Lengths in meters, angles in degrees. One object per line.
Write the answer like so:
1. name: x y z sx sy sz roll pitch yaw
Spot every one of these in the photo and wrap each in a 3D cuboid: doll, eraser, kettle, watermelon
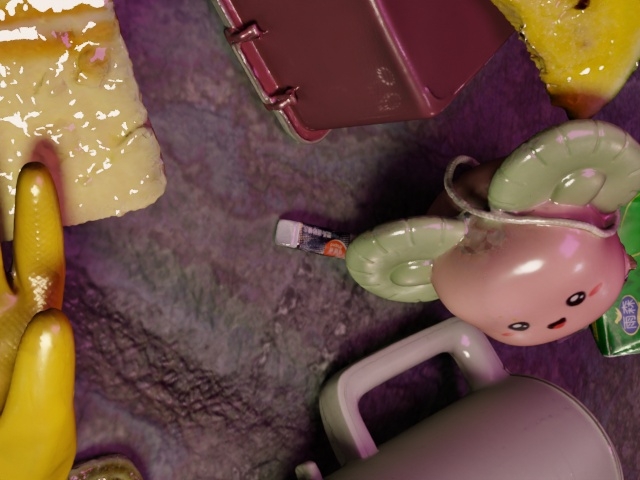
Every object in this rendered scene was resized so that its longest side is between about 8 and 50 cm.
1. doll: 0.178 -0.017 0.885 0.268 0.284 0.216 29 39 -50
2. eraser: 0.000 0.000 0.860 0.099 0.019 0.027 13 86 -45
3. kettle: 0.107 0.251 0.893 0.318 0.265 0.205 -21 140 -40
4. watermelon: 0.178 -0.228 0.735 0.129 0.123 0.301 -49 125 -3

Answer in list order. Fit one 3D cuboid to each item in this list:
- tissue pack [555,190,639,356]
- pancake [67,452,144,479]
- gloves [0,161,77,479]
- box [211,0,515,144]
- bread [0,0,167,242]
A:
1. tissue pack: 0.336 0.017 1.112 0.148 0.156 0.209 -60 140 -71
2. pancake: -0.175 0.213 0.714 0.108 0.017 0.108 -11 105 -43
3. gloves: -0.211 0.077 0.540 0.133 0.116 0.294 -5 118 -17
4. box: 0.070 -0.229 0.806 0.294 0.168 0.193 -49 126 -29
5. bread: -0.248 -0.138 0.538 0.236 0.198 0.263 -19 127 -9
